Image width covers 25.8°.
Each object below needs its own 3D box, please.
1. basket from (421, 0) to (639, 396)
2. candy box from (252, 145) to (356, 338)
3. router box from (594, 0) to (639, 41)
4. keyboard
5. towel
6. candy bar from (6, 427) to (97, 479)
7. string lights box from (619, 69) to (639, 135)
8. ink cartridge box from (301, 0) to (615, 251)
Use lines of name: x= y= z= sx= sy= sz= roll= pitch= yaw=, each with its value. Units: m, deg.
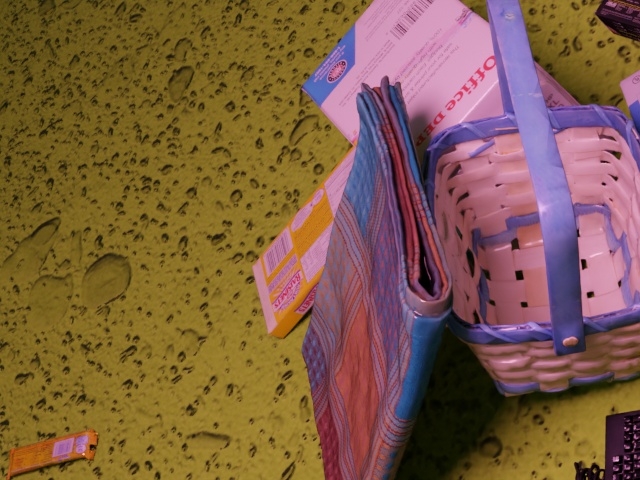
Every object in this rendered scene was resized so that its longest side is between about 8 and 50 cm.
basket: x=0.178 y=-0.019 z=1.125 sx=0.201 sy=0.289 sz=0.254 roll=-7 pitch=48 yaw=4
candy box: x=0.000 y=0.000 z=1.476 sx=0.206 sy=0.027 sz=0.105 roll=-49 pitch=39 yaw=29
router box: x=0.335 y=-0.232 z=1.332 sx=0.092 sy=0.038 sz=0.122 roll=-56 pitch=39 yaw=-1
keyboard: x=0.231 y=0.214 z=1.059 sx=0.100 sy=0.038 sz=0.192 roll=-20 pitch=48 yaw=36
towel: x=0.038 y=0.081 z=1.228 sx=0.370 sy=0.040 sz=0.271 roll=103 pitch=163 yaw=-44
candy bar: x=-0.323 y=0.254 z=1.661 sx=0.161 sy=0.018 sz=0.040 roll=-18 pitch=54 yaw=36
string lights box: x=0.351 y=-0.060 z=1.160 sx=0.133 sy=0.077 sz=0.259 roll=-32 pitch=44 yaw=26
ink cartridge box: x=0.131 y=-0.123 z=1.355 sx=0.171 sy=0.168 sz=0.232 roll=-48 pitch=38 yaw=10
